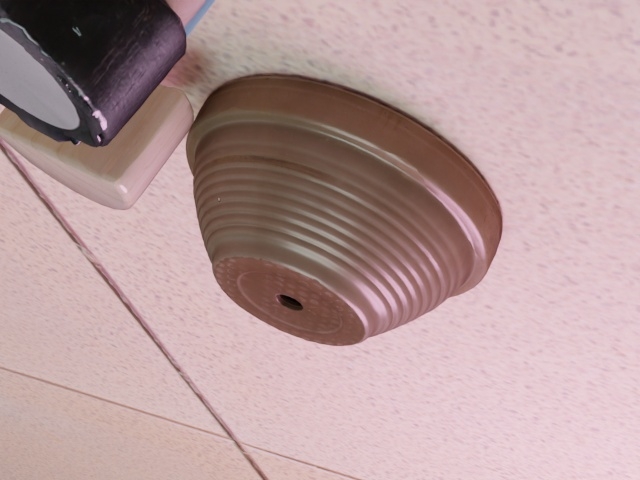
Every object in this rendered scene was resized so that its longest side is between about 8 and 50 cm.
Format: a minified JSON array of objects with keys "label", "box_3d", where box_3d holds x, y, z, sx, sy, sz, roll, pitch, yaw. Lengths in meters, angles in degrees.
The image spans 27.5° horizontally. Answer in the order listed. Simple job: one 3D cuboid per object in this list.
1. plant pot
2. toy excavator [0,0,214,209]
[{"label":"plant pot","box_3d":[0.000,0.000,0.923,0.237,0.109,0.237,20,156,10]},{"label":"toy excavator","box_3d":[-0.156,-0.169,0.667,0.433,0.222,0.445,44,162,-31]}]
